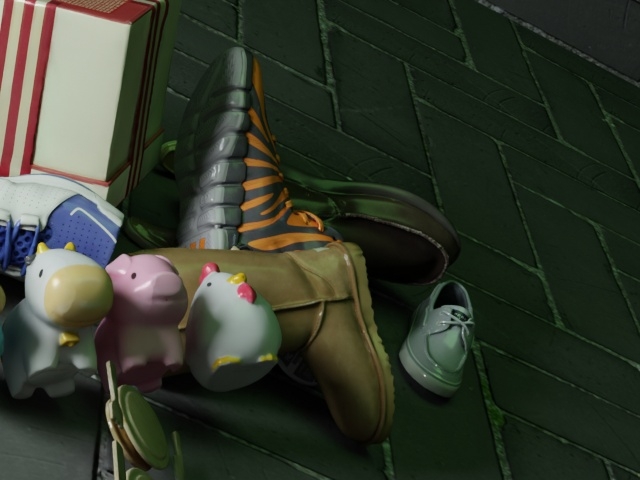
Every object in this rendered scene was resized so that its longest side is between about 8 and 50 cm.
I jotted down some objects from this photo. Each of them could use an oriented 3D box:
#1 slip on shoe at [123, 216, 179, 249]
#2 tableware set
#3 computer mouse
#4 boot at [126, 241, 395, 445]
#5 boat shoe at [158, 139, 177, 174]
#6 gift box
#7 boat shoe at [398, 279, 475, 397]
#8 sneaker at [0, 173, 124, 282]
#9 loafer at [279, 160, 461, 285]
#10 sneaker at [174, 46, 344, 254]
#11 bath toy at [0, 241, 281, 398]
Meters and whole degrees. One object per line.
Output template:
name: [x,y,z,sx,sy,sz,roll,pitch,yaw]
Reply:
slip on shoe: [-0.161,0.003,2.164,0.135,0.041,0.051,30,22,-3]
tableware set: [-0.166,0.212,1.683,0.128,0.039,0.194,53,15,-37]
computer mouse: [-0.061,0.092,2.051,0.193,0.106,0.042,43,-17,-26]
boot: [-0.068,0.117,1.966,0.270,0.089,0.236,-6,77,-32]
boat shoe: [-0.146,-0.089,2.372,0.135,0.050,0.045,16,21,-34]
gift box: [-0.314,-0.171,2.066,0.276,0.258,0.255,15,21,12]
boat shoe: [0.149,0.111,2.288,0.079,0.081,0.227,29,21,-8]
sneaker: [-0.366,-0.010,1.835,0.316,0.127,0.182,23,26,-4]
loafer: [0.000,0.000,2.309,0.366,0.134,0.130,14,49,-16]
sneaker: [-0.068,-0.054,2.152,0.180,0.125,0.321,15,72,-31]
bath toy: [-0.189,0.068,1.778,0.348,0.151,0.129,4,58,-38]
